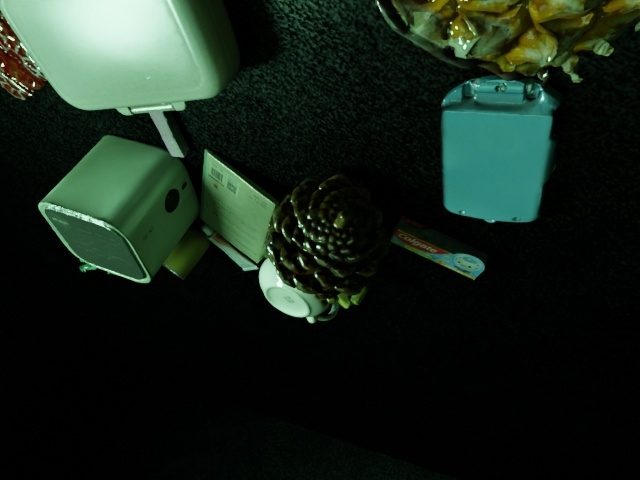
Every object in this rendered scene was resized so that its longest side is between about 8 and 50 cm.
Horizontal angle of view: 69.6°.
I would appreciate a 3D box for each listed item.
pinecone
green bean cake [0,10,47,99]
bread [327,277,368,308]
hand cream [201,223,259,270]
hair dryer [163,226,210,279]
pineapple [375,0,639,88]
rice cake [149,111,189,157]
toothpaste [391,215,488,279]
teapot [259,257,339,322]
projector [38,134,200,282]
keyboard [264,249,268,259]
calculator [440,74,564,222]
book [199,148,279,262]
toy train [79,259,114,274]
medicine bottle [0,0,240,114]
[{"bbox_3d":[0.000,0.000,0.935,0.244,0.243,0.309,37,165,-15],"label":"pinecone"},{"bbox_3d":[-0.610,-0.384,0.944,0.199,0.097,0.233,42,144,-22],"label":"green bean cake"},{"bbox_3d":[0.054,0.084,1.082,0.118,0.156,0.064,-8,154,-10],"label":"bread"},{"bbox_3d":[-0.263,0.024,1.329,0.052,0.038,0.216,26,163,49],"label":"hand cream"},{"bbox_3d":[-0.426,0.038,1.402,0.090,0.134,0.279,39,162,-18],"label":"hair dryer"},{"bbox_3d":[0.177,-0.306,0.296,0.353,0.352,0.300,34,146,-11],"label":"pineapple"},{"bbox_3d":[-0.339,-0.263,0.979,0.047,0.036,0.206,3,141,16],"label":"rice cake"},{"bbox_3d":[0.246,0.009,0.943,0.194,0.044,0.070,25,145,2],"label":"toothpaste"},{"bbox_3d":[-0.054,0.117,1.220,0.205,0.139,0.298,-8,131,39],"label":"teapot"},{"bbox_3d":[-0.480,-0.077,1.139,0.249,0.249,0.248,17,146,14],"label":"projector"},{"bbox_3d":[-0.168,0.016,1.266,0.129,0.015,0.049,40,150,-21],"label":"keyboard"},{"bbox_3d":[0.278,-0.127,0.727,0.173,0.051,0.293,9,144,23],"label":"calculator"},{"bbox_3d":[-0.209,-0.073,1.128,0.215,0.025,0.282,38,148,5],"label":"book"},{"bbox_3d":[-0.621,0.006,1.398,0.301,0.202,0.120,-2,118,36],"label":"toy train"},{"bbox_3d":[-0.328,-0.348,0.757,0.376,0.122,0.282,2,134,23],"label":"medicine bottle"}]
